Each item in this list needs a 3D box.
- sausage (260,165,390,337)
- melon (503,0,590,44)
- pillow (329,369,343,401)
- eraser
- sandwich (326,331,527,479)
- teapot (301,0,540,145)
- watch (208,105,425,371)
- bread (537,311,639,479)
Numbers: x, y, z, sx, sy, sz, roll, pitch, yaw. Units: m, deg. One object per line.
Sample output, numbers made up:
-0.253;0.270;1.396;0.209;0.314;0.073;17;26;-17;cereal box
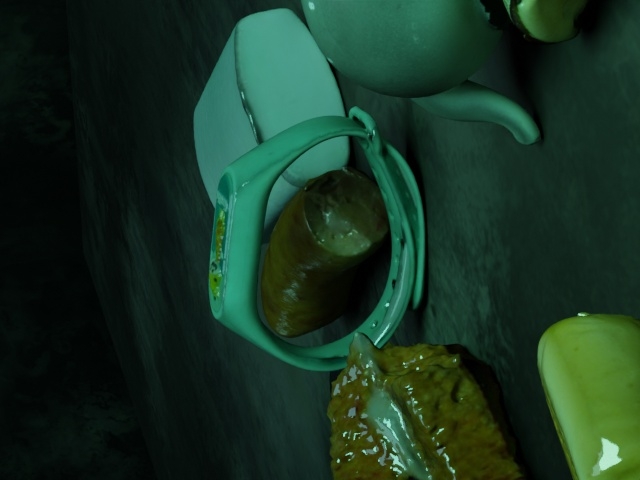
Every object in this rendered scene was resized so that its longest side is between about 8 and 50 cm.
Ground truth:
-0.004;0.019;1.446;0.270;0.109;0.109;111;145;-62;sausage
0.136;-0.200;0.877;0.160;0.079;0.128;106;148;-57;melon
0.056;0.174;1.428;0.208;0.055;0.141;172;96;-73;pillow
-0.062;-0.113;1.556;0.189;0.104;0.290;68;162;7;eraser
0.078;0.213;1.183;0.250;0.162;0.301;114;140;-56;sandwich
0.068;-0.193;0.966;0.193;0.129;0.294;-58;-37;-47;teapot
0.000;0.000;1.268;0.068;0.195;0.237;-134;47;-66;watch
0.200;0.176;0.810;0.142;0.091;0.305;76;-178;-51;bread
